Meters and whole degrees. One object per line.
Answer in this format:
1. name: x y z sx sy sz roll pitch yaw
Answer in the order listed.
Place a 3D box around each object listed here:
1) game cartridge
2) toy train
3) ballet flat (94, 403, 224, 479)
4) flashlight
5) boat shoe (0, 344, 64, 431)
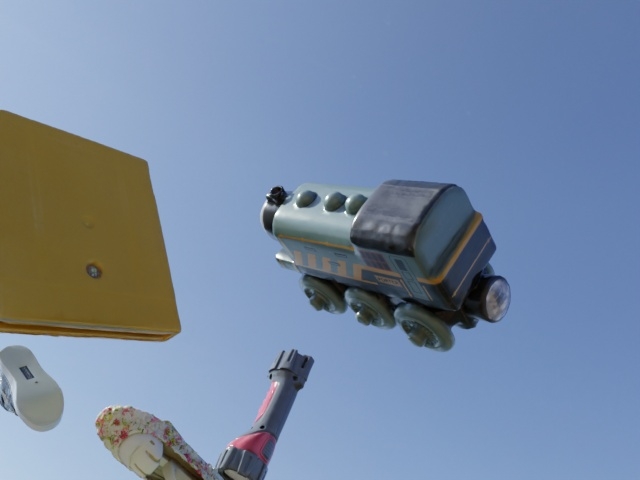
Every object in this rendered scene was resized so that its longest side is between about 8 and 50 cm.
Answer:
1. game cartridge: -0.350 -0.015 0.858 0.053 0.323 0.285 -32 -28 27
2. toy train: 0.062 0.012 0.720 0.334 0.142 0.190 12 -36 48
3. ballet flat: -0.228 0.330 0.877 0.241 0.091 0.077 42 -2 -16
4. flashlight: -0.115 0.367 1.244 0.103 0.304 0.103 27 -45 -2
5. boat shoe: -0.439 0.242 0.900 0.183 0.065 0.083 38 -57 39
